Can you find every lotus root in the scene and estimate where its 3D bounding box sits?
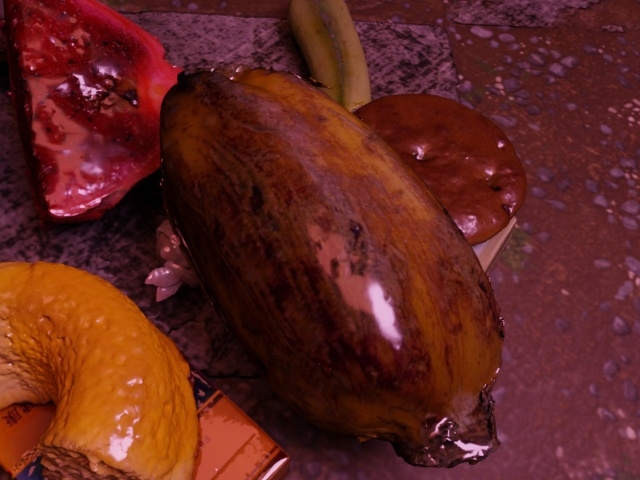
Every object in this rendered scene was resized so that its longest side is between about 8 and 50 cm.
[{"bbox_3d":[0.000,0.000,0.464,0.196,0.179,0.397,-24,65,-20],"label":"lotus root"}]

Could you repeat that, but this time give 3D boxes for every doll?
[{"bbox_3d":[-0.118,0.008,0.562,0.084,0.073,0.127,15,54,13],"label":"doll"}]

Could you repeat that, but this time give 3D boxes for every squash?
[{"bbox_3d":[0.013,-0.230,0.726,0.083,0.083,0.250,-7,62,-10],"label":"squash"}]

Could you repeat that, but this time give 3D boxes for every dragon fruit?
[{"bbox_3d":[-0.222,-0.131,0.620,0.212,0.134,0.262,-7,74,-24],"label":"dragon fruit"}]

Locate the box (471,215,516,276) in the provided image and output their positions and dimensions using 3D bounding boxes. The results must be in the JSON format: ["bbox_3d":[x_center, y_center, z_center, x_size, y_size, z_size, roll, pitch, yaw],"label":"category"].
[{"bbox_3d":[0.056,0.025,0.588,0.211,0.045,0.270,31,60,13],"label":"box"}]

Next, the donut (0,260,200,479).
[{"bbox_3d":[-0.205,0.085,0.425,0.259,0.101,0.152,12,51,7],"label":"donut"}]

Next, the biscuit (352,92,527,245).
[{"bbox_3d":[0.118,-0.084,0.613,0.212,0.036,0.212,4,56,-5],"label":"biscuit"}]

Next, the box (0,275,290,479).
[{"bbox_3d":[-0.161,0.160,0.468,0.237,0.070,0.152,38,62,15],"label":"box"}]

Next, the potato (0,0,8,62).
[{"bbox_3d":[-0.409,-0.243,0.666,0.100,0.261,0.120,-27,91,23],"label":"potato"}]
